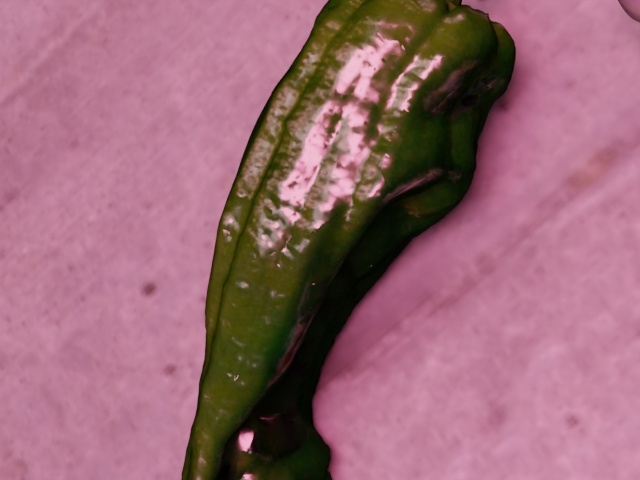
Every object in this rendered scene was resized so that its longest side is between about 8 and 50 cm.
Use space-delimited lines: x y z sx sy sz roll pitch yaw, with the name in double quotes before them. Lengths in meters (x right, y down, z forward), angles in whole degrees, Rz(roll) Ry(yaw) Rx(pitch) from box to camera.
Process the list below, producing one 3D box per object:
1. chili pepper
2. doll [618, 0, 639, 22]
"chili pepper" 0.005 0.003 0.562 0.074 0.100 0.257 39 111 44
"doll" 0.177 -0.099 0.491 0.245 0.076 0.142 38 101 23
